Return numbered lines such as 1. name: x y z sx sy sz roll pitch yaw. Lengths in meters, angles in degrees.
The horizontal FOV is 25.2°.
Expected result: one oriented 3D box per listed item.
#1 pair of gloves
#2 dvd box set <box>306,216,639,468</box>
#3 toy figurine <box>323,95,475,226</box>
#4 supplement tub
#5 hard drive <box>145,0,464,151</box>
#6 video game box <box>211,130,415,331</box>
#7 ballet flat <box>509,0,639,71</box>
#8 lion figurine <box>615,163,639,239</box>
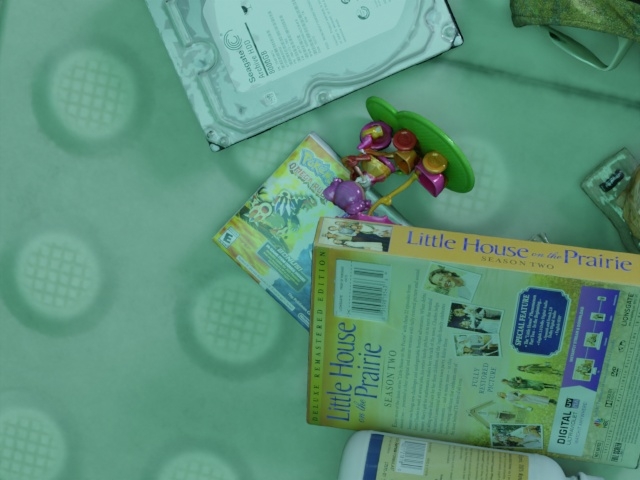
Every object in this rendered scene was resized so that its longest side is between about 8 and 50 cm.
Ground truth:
1. pair of gloves: 0.357 0.034 1.749 0.204 0.042 0.240 42 101 2
2. dvd box set: 0.195 0.127 1.701 0.420 0.062 0.307 6 130 6
3. toy figurine: 0.068 -0.068 1.704 0.173 0.130 0.159 40 73 20
4. supplement tub: 0.174 0.359 1.726 0.316 0.228 0.228 7 99 6
5. hard drive: -0.024 -0.279 1.740 0.339 0.064 0.237 -22 95 11
6. video game box: 0.000 0.000 1.787 0.205 0.048 0.187 43 99 -1
7. ballet flat: 0.366 -0.237 1.628 0.348 0.123 0.123 25 102 30
8. lion figurine: 0.550 -0.017 1.610 0.392 0.142 0.240 32 62 20
